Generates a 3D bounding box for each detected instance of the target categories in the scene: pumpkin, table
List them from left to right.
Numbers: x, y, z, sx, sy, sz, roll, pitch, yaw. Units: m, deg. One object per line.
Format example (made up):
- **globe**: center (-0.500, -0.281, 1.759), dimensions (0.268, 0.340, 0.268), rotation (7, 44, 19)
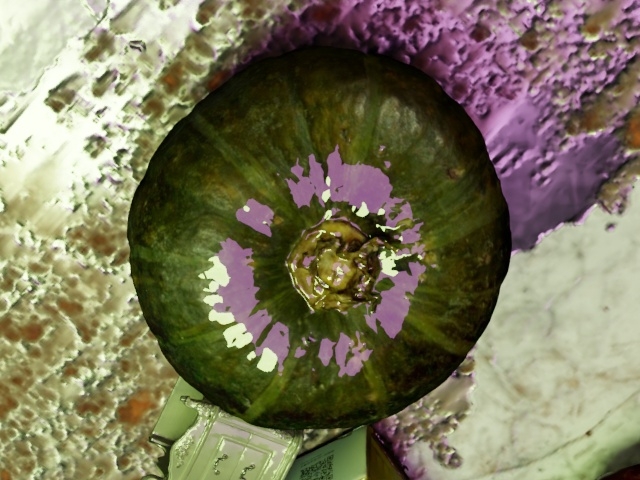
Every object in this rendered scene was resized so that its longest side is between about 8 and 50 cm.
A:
- **table**: center (-0.064, 0.132, 0.817), dimensions (0.083, 0.062, 0.079), rotation (23, 110, -11)
- **pumpkin**: center (0.000, 0.000, 0.714), dimensions (0.223, 0.157, 0.224), rotation (-1, 98, -9)

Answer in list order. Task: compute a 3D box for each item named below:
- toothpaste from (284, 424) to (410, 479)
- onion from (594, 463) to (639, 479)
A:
- **toothpaste**: center (0.079, 0.273, 0.882), dimensions (0.089, 0.071, 0.313), rotation (-29, 112, 14)
- **onion**: center (0.244, 0.229, 0.811), dimensions (0.207, 0.200, 0.200), rotation (-35, 111, 32)
